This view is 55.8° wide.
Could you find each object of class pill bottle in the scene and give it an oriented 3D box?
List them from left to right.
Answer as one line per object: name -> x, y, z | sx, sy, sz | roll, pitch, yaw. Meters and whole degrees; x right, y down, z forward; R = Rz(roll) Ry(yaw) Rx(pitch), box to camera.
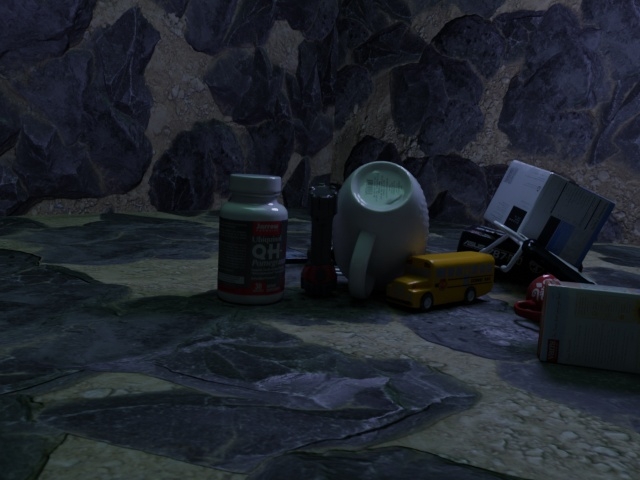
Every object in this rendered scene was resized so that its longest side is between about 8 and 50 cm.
pill bottle -> -0.173, -0.008, 1.553 | 0.176, 0.318, 0.176 | 3, 9, 0

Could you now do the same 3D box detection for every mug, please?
mug -> 0.151, -0.015, 1.658 | 0.276, 0.374, 0.328 | 14, -29, 13
mug -> 0.568, 0.171, 1.465 | 0.150, 0.113, 0.169 | -40, 10, 7

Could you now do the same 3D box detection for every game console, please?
game console -> 0.608, 0.115, 1.369 | 0.361, 0.044, 0.213 | 39, 16, 10

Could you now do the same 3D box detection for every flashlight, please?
flashlight -> 0.000, 0.000, 1.593 | 0.103, 0.304, 0.103 | 21, 33, 32

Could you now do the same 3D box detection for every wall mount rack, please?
wall mount rack -> 0.610, 0.073, 1.758 | 0.350, 0.130, 0.304 | 32, 11, -2

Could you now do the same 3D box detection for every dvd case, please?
dvd case -> -0.151, 0.052, 2.212 | 0.180, 0.022, 0.253 | 0, 8, -28

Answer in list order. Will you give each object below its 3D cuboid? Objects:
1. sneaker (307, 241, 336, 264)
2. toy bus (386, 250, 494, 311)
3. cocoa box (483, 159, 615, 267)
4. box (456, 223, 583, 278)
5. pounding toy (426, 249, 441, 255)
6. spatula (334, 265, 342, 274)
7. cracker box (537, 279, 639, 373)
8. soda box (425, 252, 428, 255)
sneaker -> 0.070, 0.041, 2.131 | 0.130, 0.087, 0.227 | 6, 9, 37
toy bus -> 0.329, 0.105, 1.637 | 0.333, 0.130, 0.108 | -3, 10, -39
cocoa box -> 0.718, -0.093, 1.942 | 0.228, 0.231, 0.347 | 24, 11, -7
box -> 0.696, 0.049, 2.110 | 0.395, 0.097, 0.318 | 19, 10, 20
pounding toy -> 0.318, 0.076, 2.048 | 0.130, 0.100, 0.141 | 9, -1, 30
spatula -> 0.088, 0.097, 2.002 | 0.242, 0.019, 0.168 | 4, 9, 6
cracker box -> 0.555, 0.169, 1.187 | 0.232, 0.155, 0.067 | 6, 8, 14
soda box -> 0.245, 0.082, 1.870 | 0.181, 0.061, 0.058 | -8, -3, 5
